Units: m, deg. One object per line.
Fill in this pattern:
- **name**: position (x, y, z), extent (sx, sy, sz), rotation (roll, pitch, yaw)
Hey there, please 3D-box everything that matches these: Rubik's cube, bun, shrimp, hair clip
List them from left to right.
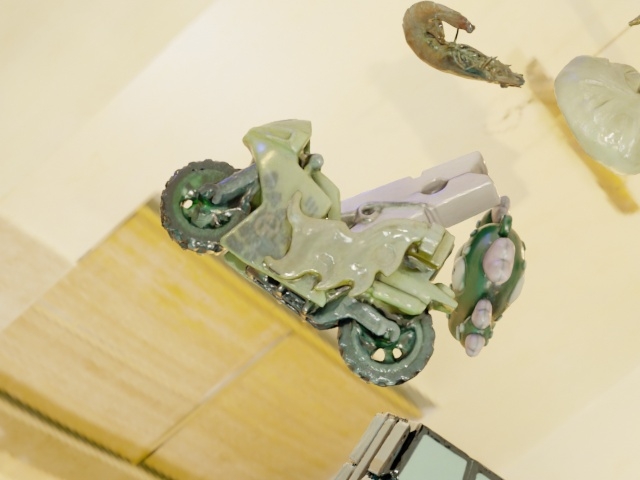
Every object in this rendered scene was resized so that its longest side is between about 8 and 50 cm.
- **hair clip**: position (0.117, -0.036, 1.751), extent (0.101, 0.331, 0.085), rotation (-106, 172, -48)
- **Rubik's cube**: position (0.158, 0.461, 1.740), extent (0.293, 0.288, 0.283), rotation (36, -8, -2)
- **shrimp**: position (0.239, -0.327, 1.876), extent (0.251, 0.052, 0.143), rotation (25, -30, 25)
- **bun**: position (0.400, -0.176, 1.484), extent (0.183, 0.102, 0.183), rotation (34, 36, -29)

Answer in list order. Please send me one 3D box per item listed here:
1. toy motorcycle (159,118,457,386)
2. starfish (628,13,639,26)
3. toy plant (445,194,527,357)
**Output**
- **toy motorcycle**: position (0.000, 0.000, 1.437), extent (0.410, 0.237, 0.169), rotation (37, -10, 6)
- **starfish**: position (0.512, -0.354, 1.490), extent (0.050, 0.223, 0.217), rotation (1, 49, -56)
- **toy plant**: position (0.259, 0.058, 1.728), extent (0.112, 0.243, 0.232), rotation (15, 15, 0)
